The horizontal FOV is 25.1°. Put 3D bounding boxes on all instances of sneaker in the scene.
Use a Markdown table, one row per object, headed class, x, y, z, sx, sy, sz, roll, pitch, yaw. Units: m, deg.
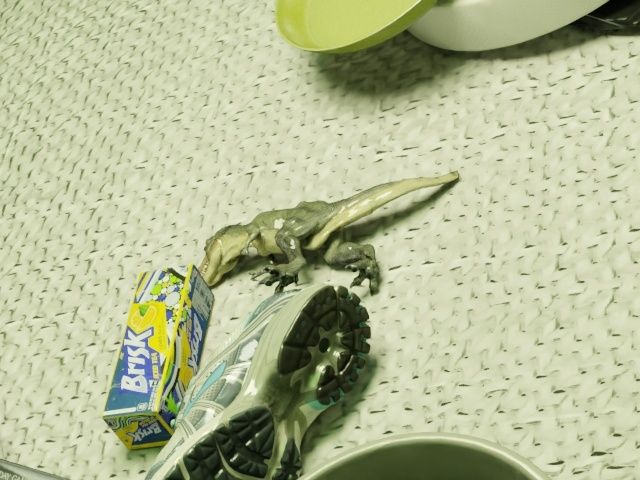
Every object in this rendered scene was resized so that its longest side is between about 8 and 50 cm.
| class | x | y | z | sx | sy | sz | roll | pitch | yaw |
| --- | --- | --- | --- | --- | --- | --- | --- | --- | --- |
| sneaker | -0.071 | 0.157 | 1.199 | 0.122 | 0.110 | 0.283 | 1 | 46 | 54 |

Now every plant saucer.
| class | x | y | z | sx | sy | sz | roll | pitch | yaw |
| --- | --- | --- | --- | --- | --- | --- | --- | --- | --- |
| plant saucer | 0.060 | -0.275 | 1.452 | 0.241 | 0.037 | 0.241 | -25 | 42 | 25 |

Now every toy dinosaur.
| class | x | y | z | sx | sy | sz | roll | pitch | yaw |
| --- | --- | --- | --- | --- | --- | --- | --- | --- | --- |
| toy dinosaur | 0.000 | 0.000 | 1.320 | 0.268 | 0.064 | 0.118 | -16 | 37 | 11 |

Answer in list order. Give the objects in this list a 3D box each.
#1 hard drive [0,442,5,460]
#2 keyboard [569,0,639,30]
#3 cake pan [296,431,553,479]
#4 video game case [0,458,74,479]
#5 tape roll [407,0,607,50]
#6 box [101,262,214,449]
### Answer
| class | x | y | z | sx | sy | sz | roll | pitch | yaw |
| --- | --- | --- | --- | --- | --- | --- | --- | --- | --- |
| hard drive | -0.384 | 0.227 | 1.292 | 0.203 | 0.040 | 0.307 | -23 | 48 | -5 |
| keyboard | 0.333 | -0.332 | 1.465 | 0.317 | 0.033 | 0.201 | -45 | 45 | -16 |
| cake pan | 0.059 | 0.273 | 1.026 | 0.293 | 0.054 | 0.293 | -16 | 44 | 16 |
| video game case | -0.258 | 0.313 | 1.117 | 0.196 | 0.026 | 0.274 | 9 | 77 | 32 |
| tape roll | 0.219 | -0.364 | 1.479 | 0.392 | 0.072 | 0.392 | -25 | 41 | 24 |
| box | -0.145 | 0.104 | 1.306 | 0.059 | 0.054 | 0.169 | -10 | 45 | 21 |
